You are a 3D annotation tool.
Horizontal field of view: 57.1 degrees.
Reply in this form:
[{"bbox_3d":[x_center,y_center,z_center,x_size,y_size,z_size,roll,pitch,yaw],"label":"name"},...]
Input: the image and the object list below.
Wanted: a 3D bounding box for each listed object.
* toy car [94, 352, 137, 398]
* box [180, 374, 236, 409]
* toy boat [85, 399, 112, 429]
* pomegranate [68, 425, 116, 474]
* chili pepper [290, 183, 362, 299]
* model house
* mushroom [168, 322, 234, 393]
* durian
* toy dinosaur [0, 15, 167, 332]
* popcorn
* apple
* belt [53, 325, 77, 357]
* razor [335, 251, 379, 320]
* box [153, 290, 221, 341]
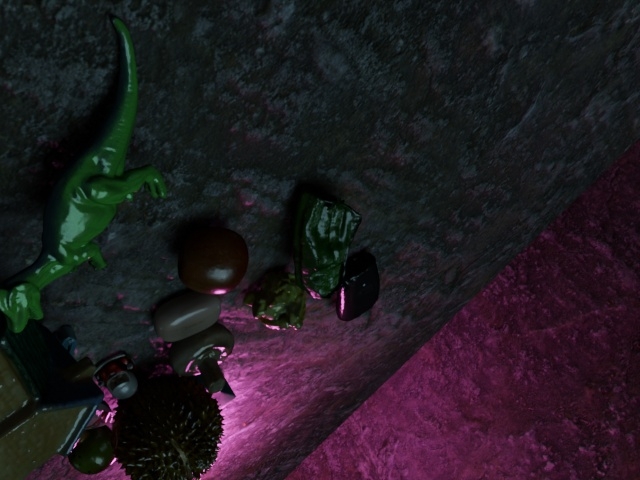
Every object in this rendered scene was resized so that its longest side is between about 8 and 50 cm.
[{"bbox_3d":[-0.578,0.408,1.710,0.112,0.112,0.139,-32,149,-13],"label":"toy car"},{"bbox_3d":[-0.430,0.553,2.095,0.153,0.092,0.245,-40,151,3],"label":"box"},{"bbox_3d":[-0.704,0.506,1.729,0.129,0.088,0.295,-38,150,-3],"label":"toy boat"},{"bbox_3d":[-0.725,0.640,1.850,0.159,0.159,0.205,-32,125,-12],"label":"pomegranate"},{"bbox_3d":[-0.004,-0.007,1.740,0.213,0.168,0.384,-35,142,-39],"label":"chili pepper"},{"bbox_3d":[-0.693,0.273,1.235,0.343,0.335,0.381,-37,145,-30],"label":"model house"},{"bbox_3d":[-0.348,0.361,1.795,0.208,0.215,0.207,-24,149,-16],"label":"mushroom"},{"bbox_3d":[-0.466,0.577,1.796,0.348,0.384,0.347,-30,144,-24],"label":"durian"},{"bbox_3d":[-0.467,-0.112,1.049,0.374,0.144,0.499,-40,144,-40],"label":"toy dinosaur"},{"bbox_3d":[-0.135,0.193,1.868,0.186,0.167,0.187,-21,118,15],"label":"popcorn"},{"bbox_3d":[-0.275,0.051,1.502,0.169,0.180,0.180,6,132,-22],"label":"apple"},{"bbox_3d":[-0.660,0.297,1.519,0.100,0.065,0.179,7,128,-40],"label":"belt"},{"bbox_3d":[0.136,0.181,2.198,0.189,0.107,0.326,-31,149,-16],"label":"razor"},{"bbox_3d":[-0.379,0.214,1.687,0.200,0.088,0.145,-23,146,-28],"label":"box"}]
